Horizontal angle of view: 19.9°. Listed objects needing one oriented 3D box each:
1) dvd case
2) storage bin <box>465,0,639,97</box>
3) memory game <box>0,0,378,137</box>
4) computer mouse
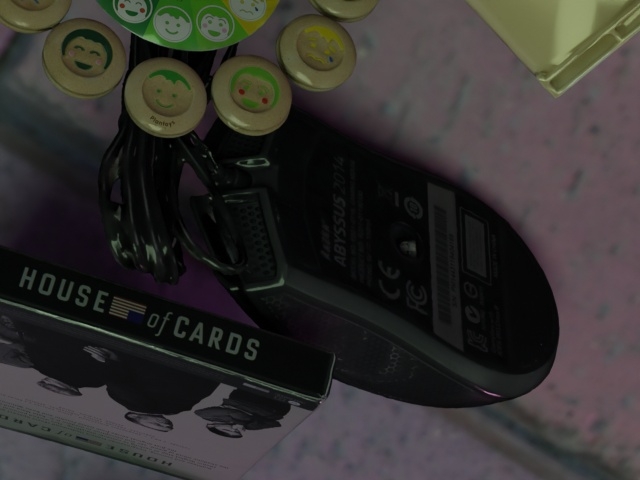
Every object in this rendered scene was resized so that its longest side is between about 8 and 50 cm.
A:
[{"bbox_3d":[-0.105,0.067,0.889,0.179,0.239,0.029,18,70,-8],"label":"dvd case"},{"bbox_3d":[0.104,-0.246,0.770,0.260,0.123,0.262,-40,109,17],"label":"storage bin"},{"bbox_3d":[-0.060,-0.130,0.815,0.186,0.186,0.012,22,154,-10],"label":"memory game"},{"bbox_3d":[0.000,0.000,0.884,0.272,0.188,0.072,30,133,-27],"label":"computer mouse"}]
